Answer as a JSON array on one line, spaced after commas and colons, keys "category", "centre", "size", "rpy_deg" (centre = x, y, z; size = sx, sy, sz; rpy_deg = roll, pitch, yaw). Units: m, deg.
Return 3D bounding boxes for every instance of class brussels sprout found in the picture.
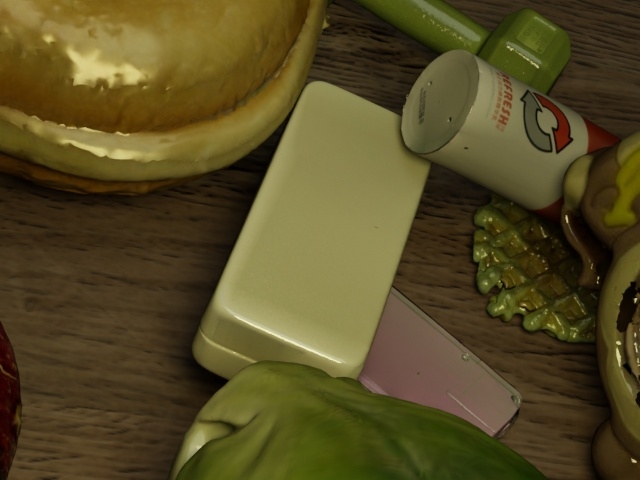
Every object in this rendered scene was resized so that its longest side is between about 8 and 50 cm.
[{"category": "brussels sprout", "centre": [0.039, 0.242, 1.318], "size": [0.289, 0.281, 0.354], "rpy_deg": [-17, 50, -34]}]

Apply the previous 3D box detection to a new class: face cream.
[{"category": "face cream", "centre": [0.180, -0.078, 1.673], "size": [0.214, 0.096, 0.096], "rpy_deg": [25, 42, -32]}]

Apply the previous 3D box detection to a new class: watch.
[{"category": "watch", "centre": [0.404, 0.053, 1.615], "size": [0.327, 0.314, 0.335], "rpy_deg": [-2, 72, -43]}]

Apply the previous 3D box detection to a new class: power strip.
[{"category": "power strip", "centre": [0.042, 0.086, 1.613], "size": [0.279, 0.037, 0.109], "rpy_deg": [39, 47, 14]}]

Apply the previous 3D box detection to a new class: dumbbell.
[{"category": "dumbbell", "centre": [0.088, -0.217, 1.846], "size": [0.302, 0.108, 0.121], "rpy_deg": [33, 47, 8]}]

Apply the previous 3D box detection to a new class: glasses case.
[{"category": "glasses case", "centre": [0.000, 0.000, 1.591], "size": [0.131, 0.070, 0.313], "rpy_deg": [24, 42, -4]}]

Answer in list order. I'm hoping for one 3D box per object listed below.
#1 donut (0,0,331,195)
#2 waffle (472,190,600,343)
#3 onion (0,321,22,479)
[{"category": "donut", "centre": [-0.195, -0.225, 1.677], "size": [0.449, 0.198, 0.449], "rpy_deg": [11, 49, -13]}, {"category": "waffle", "centre": [0.215, 0.016, 1.746], "size": [0.169, 0.036, 0.183], "rpy_deg": [11, 47, -11]}, {"category": "onion", "centre": [-0.324, 0.116, 1.337], "size": [0.246, 0.190, 0.246], "rpy_deg": [4, 70, -12]}]
